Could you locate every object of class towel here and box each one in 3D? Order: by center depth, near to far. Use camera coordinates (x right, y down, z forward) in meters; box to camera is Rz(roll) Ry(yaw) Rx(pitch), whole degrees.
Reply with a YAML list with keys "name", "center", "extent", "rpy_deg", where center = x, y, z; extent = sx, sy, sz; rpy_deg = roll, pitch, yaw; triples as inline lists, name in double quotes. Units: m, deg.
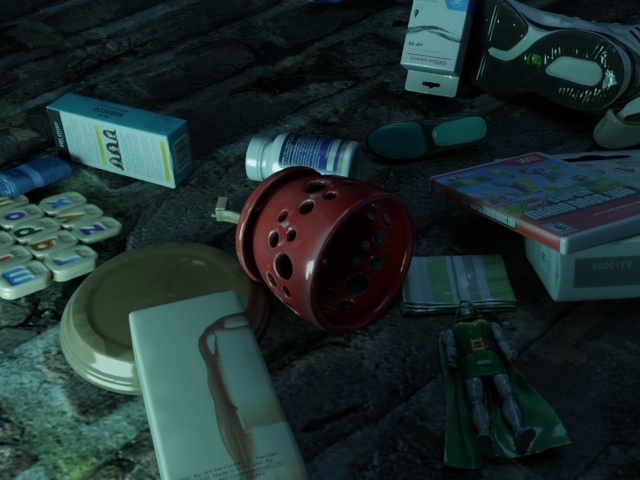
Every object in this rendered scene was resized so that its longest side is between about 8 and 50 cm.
- name: "towel"
  center: [0.179, 0.054, 1.135]
  extent: [0.151, 0.023, 0.113]
  rpy_deg: [-3, 39, 0]
- name: "towel"
  center: [-0.467, -0.105, 1.358]
  extent: [0.067, 0.029, 0.119]
  rpy_deg: [24, 36, 36]

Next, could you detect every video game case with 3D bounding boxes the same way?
- name: "video game case"
  center: [0.310, -0.059, 1.139]
  extent: [0.204, 0.025, 0.285]
  rpy_deg: [-15, 25, -24]

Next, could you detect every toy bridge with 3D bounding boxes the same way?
- name: "toy bridge"
  center: [-0.071, -0.037, 1.264]
  extent: [0.188, 0.026, 0.063]
  rpy_deg: [0, 40, 5]

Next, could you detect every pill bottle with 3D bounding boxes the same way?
- name: "pill bottle"
  center: [-0.025, -0.118, 1.308]
  extent: [0.169, 0.094, 0.094]
  rpy_deg: [9, 40, 15]

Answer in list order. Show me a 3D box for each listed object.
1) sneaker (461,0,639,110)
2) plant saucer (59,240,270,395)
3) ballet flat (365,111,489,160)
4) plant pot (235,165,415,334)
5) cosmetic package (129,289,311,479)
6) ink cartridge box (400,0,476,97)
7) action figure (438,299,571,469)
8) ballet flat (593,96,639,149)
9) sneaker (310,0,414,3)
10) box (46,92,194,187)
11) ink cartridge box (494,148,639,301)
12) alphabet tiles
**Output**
- name: "sneaker"
  center: [0.438, -0.351, 1.562]
  extent: [0.257, 0.169, 0.447]
  rpy_deg: [-10, 32, -36]
- name: "plant saucer"
  center: [-0.205, 0.087, 1.108]
  extent: [0.277, 0.041, 0.278]
  rpy_deg: [-1, 39, 1]
- name: "ballet flat"
  center: [0.176, -0.173, 1.394]
  extent: [0.203, 0.074, 0.074]
  rpy_deg: [-9, 38, 3]
- name: "plant pot"
  center: [0.000, 0.000, 1.084]
  extent: [0.191, 0.191, 0.174]
  rpy_deg: [-32, 44, -31]
- name: "cosmetic package"
  center: [-0.104, 0.207, 0.862]
  extent: [0.129, 0.153, 0.296]
  rpy_deg: [-13, 41, -14]
- name: "ink cartridge box"
  center: [0.211, -0.360, 1.531]
  extent: [0.104, 0.180, 0.060]
  rpy_deg: [12, 3, 19]
- name: "action figure"
  center: [0.190, 0.152, 0.985]
  extent: [0.137, 0.064, 0.232]
  rpy_deg: [-7, 35, 0]
- name: "ballet flat"
  center: [0.569, -0.210, 1.393]
  extent: [0.248, 0.086, 0.086]
  rpy_deg: [-16, 40, -16]
- name: "sneaker"
  center: [0.138, -0.587, 1.858]
  extent: [0.322, 0.130, 0.236]
  rpy_deg: [-27, 40, -35]
- name: "box"
  center: [-0.330, -0.167, 1.388]
  extent: [0.244, 0.101, 0.060]
  rpy_deg: [16, 41, 22]
- name: "ink cartridge box"
  center: [0.438, -0.037, 1.214]
  extent: [0.308, 0.091, 0.385]
  rpy_deg: [-4, 22, 0]
- name: "alphabet tiles"
  center: [-0.446, 0.000, 1.221]
  extent: [0.278, 0.021, 0.284]
  rpy_deg: [-22, 37, -35]
